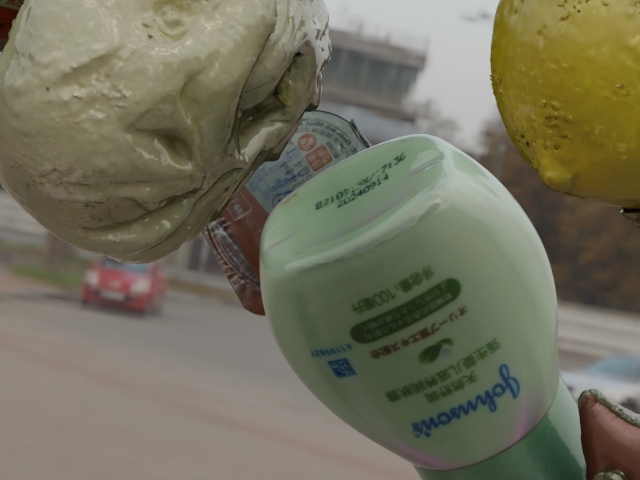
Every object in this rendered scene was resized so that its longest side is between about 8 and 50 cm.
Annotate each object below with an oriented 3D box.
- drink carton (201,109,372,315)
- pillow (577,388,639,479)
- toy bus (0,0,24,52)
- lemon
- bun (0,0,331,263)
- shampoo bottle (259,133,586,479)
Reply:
[{"bbox_3d":[0.000,0.000,1.897,0.185,0.191,0.189,57,1,33],"label":"drink carton"},{"bbox_3d":[0.281,0.206,1.443,0.179,0.171,0.075,15,47,31],"label":"pillow"},{"bbox_3d":[-0.294,-0.229,1.582,0.121,0.120,0.265,49,14,20],"label":"toy bus"},{"bbox_3d":[0.190,-0.115,1.126,0.173,0.206,0.173,9,-16,2],"label":"lemon"},{"bbox_3d":[-0.117,-0.148,1.569,0.211,0.360,0.360,28,4,12],"label":"bun"},{"bbox_3d":[0.103,0.096,1.497,0.222,0.349,0.151,-28,30,7],"label":"shampoo bottle"}]
